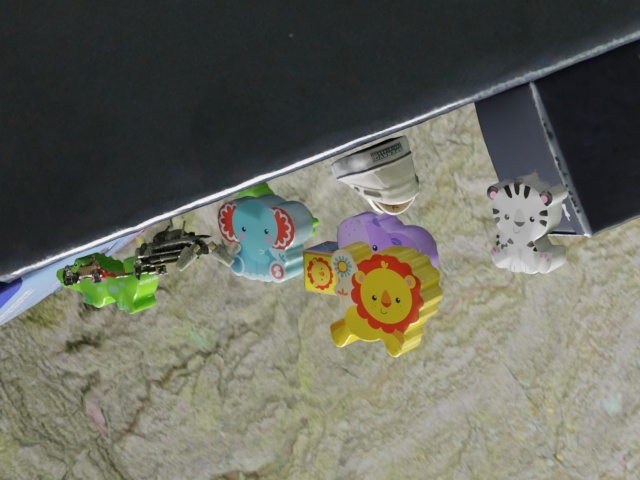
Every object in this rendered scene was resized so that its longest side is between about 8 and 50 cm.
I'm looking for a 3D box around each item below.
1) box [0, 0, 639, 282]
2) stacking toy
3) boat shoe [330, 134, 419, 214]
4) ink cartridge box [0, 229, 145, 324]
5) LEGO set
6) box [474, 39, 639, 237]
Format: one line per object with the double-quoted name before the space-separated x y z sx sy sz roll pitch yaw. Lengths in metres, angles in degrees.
"box" 0.048 -0.217 0.860 0.479 0.297 0.472 -21 -174 11
"stacking toy" 0.000 0.000 0.794 0.221 0.052 0.167 6 -163 34
"boat shoe" 0.030 -0.029 0.735 0.035 0.035 0.100 -22 -177 -8
"ink cartridge box" -0.277 -0.062 1.017 0.151 0.270 0.395 -36 -179 25
"LEGO set" -0.079 0.004 0.703 0.083 0.023 0.054 -7 -177 8
"box" 0.227 -0.087 1.026 0.207 0.108 0.153 -21 -176 -8
